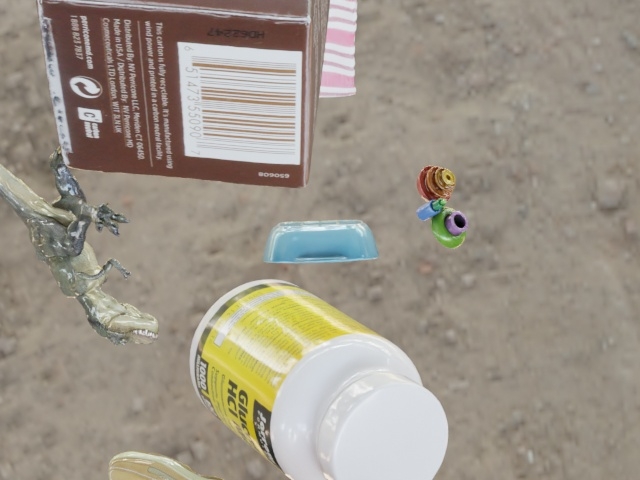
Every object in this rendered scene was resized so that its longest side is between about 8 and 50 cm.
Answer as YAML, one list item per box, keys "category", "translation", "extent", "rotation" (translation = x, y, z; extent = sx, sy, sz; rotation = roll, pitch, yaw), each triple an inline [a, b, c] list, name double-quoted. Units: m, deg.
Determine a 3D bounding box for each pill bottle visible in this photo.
- category: "pill bottle"
  translation: [-0.002, 0.174, 1.901]
  extent: [0.188, 0.188, 0.334]
  rotation: [-32, 27, -17]

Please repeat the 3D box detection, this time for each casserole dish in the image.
- category: "casserole dish"
  translation: [0.000, 0.000, 1.664]
  extent: [0.114, 0.037, 0.188]
  rotation: [-2, 2, 0]

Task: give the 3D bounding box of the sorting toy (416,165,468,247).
- category: "sorting toy"
  translation: [0.146, -0.043, 1.968]
  extent: [0.061, 0.042, 0.102]
  rotation: [-19, 83, -42]

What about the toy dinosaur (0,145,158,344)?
- category: "toy dinosaur"
  translation: [-0.229, -0.022, 1.513]
  extent: [0.268, 0.118, 0.064]
  rotation: [52, 40, 7]

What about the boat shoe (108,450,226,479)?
- category: "boat shoe"
  translation: [-0.176, 0.305, 1.997]
  extent: [0.190, 0.068, 0.072]
  rotation: [12, 46, 21]

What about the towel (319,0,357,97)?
- category: "towel"
  translation: [-0.039, -0.179, 1.402]
  extent: [0.144, 0.197, 0.029]
  rotation: [-5, 52, -5]

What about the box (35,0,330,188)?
- category: "box"
  translation: [-0.079, -0.166, 1.110]
  extent: [0.167, 0.168, 0.203]
  rotation: [5, 53, 2]
